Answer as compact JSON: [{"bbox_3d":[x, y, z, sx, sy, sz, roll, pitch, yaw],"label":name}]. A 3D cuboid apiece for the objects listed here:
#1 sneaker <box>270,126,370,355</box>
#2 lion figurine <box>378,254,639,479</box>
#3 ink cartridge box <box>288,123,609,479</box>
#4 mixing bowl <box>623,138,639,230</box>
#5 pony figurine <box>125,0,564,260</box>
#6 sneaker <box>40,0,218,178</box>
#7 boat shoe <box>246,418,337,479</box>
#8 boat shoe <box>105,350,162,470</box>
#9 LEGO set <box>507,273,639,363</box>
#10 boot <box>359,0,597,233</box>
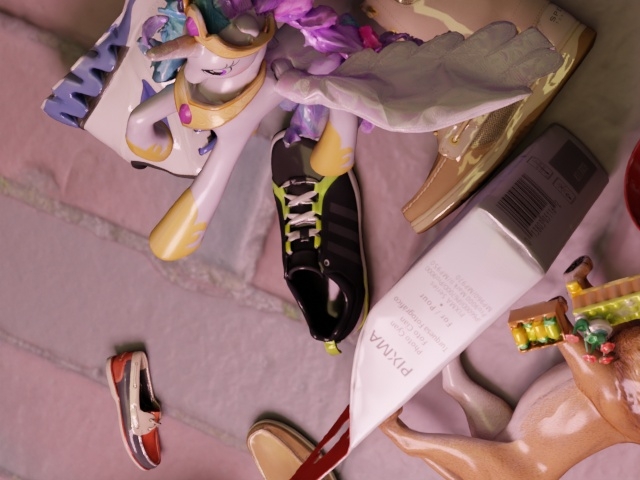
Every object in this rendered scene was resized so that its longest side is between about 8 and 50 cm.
[{"bbox_3d":[0.000,0.000,1.784,0.084,0.097,0.234,-12,102,21],"label":"sneaker"},{"bbox_3d":[0.244,0.176,1.755,0.392,0.142,0.240,-31,103,38],"label":"lion figurine"},{"bbox_3d":[0.086,0.072,1.663,0.091,0.308,0.385,47,116,0],"label":"ink cartridge box"},{"bbox_3d":[0.383,-0.044,1.624,0.181,0.181,0.098,-19,143,23],"label":"mixing bowl"},{"bbox_3d":[-0.015,-0.158,1.538,0.303,0.351,0.363,56,158,16],"label":"pony figurine"},{"bbox_3d":[-0.128,-0.172,1.757,0.182,0.127,0.315,42,131,-6],"label":"sneaker"},{"bbox_3d":[-0.015,0.275,1.888,0.190,0.072,0.068,47,115,0],"label":"boat shoe"},{"bbox_3d":[-0.197,0.188,1.937,0.043,0.049,0.137,-12,98,19],"label":"boat shoe"},{"bbox_3d":[0.315,0.092,1.563,0.287,0.107,0.132,4,144,-5],"label":"LEGO set"},{"bbox_3d":[0.112,-0.156,1.699,0.203,0.095,0.262,39,112,3],"label":"boot"}]
